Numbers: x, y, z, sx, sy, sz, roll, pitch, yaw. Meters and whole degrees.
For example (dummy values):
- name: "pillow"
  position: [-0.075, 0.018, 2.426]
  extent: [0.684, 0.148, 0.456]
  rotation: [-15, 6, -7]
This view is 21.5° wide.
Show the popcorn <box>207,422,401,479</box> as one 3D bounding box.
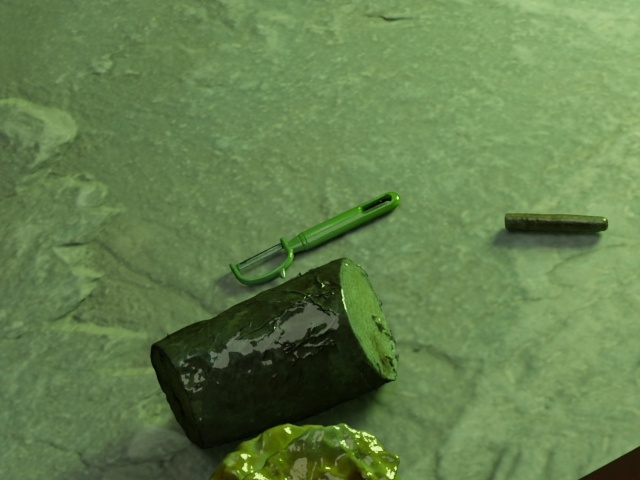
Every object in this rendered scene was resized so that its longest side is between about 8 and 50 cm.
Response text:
- name: "popcorn"
  position: [-0.020, 0.272, 1.573]
  extent: [0.204, 0.184, 0.221]
  rotation: [24, 45, 19]

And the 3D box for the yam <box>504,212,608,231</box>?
- name: "yam"
  position: [0.260, -0.020, 1.860]
  extent: [0.116, 0.021, 0.021]
  rotation: [3, 49, 20]

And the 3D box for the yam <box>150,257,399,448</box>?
- name: "yam"
  position: [-0.045, 0.120, 1.745]
  extent: [0.254, 0.154, 0.154]
  rotation: [-21, 46, -4]

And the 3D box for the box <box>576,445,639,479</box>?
- name: "box"
  position: [0.329, 0.292, 1.490]
  extent: [0.404, 0.108, 0.263]
  rotation: [-26, 46, -7]

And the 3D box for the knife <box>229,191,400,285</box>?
- name: "knife"
  position: [0.000, -0.001, 1.928]
  extent: [0.212, 0.015, 0.054]
  rotation: [-26, 47, -7]
